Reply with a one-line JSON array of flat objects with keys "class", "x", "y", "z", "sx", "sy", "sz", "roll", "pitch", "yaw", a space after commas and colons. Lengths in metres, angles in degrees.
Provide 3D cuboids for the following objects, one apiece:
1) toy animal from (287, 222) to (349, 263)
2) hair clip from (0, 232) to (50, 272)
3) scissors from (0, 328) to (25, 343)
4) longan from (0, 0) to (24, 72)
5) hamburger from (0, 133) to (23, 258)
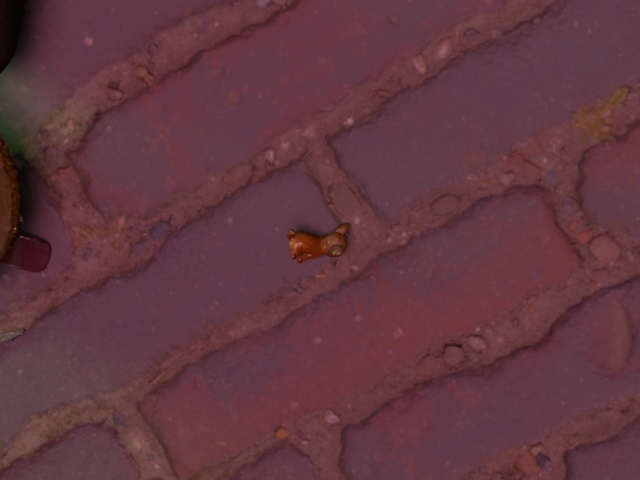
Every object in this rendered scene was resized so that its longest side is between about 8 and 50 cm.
[{"class": "toy animal", "x": 0.000, "y": 0.000, "z": 1.654, "sx": 0.083, "sy": 0.060, "sz": 0.081, "roll": -13, "pitch": 135, "yaw": 14}, {"class": "hair clip", "x": -0.476, "y": 0.005, "z": 1.740, "sx": 0.137, "sy": 0.022, "sz": 0.054, "roll": 22, "pitch": 107, "yaw": 3}, {"class": "scissors", "x": -0.576, "y": 0.179, "z": 1.795, "sx": 0.247, "sy": 0.017, "sz": 0.144, "roll": -36, "pitch": 96, "yaw": 12}, {"class": "longan", "x": -0.519, "y": -0.324, "z": 1.581, "sx": 0.246, "sy": 0.215, "sz": 0.246, "roll": -4, "pitch": 118, "yaw": -8}, {"class": "hamburger", "x": -0.560, "y": -0.067, "z": 1.646, "sx": 0.276, "sy": 0.179, "sz": 0.294, "roll": 26, "pitch": 113, "yaw": 14}]
